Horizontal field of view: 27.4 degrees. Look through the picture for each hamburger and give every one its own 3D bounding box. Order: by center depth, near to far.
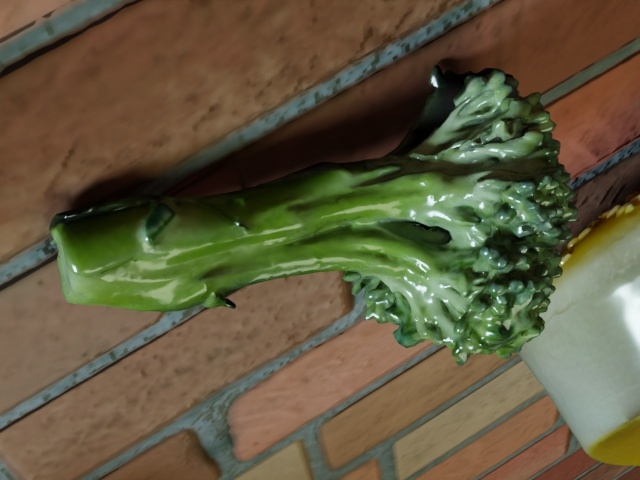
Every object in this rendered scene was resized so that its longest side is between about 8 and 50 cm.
[{"bbox_3d":[0.245,0.012,0.711,0.295,0.151,0.227,-28,155,27],"label":"hamburger"}]

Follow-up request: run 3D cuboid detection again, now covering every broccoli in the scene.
[{"bbox_3d":[0.001,-0.002,0.495,0.204,0.122,0.118,-7,128,-22],"label":"broccoli"}]
